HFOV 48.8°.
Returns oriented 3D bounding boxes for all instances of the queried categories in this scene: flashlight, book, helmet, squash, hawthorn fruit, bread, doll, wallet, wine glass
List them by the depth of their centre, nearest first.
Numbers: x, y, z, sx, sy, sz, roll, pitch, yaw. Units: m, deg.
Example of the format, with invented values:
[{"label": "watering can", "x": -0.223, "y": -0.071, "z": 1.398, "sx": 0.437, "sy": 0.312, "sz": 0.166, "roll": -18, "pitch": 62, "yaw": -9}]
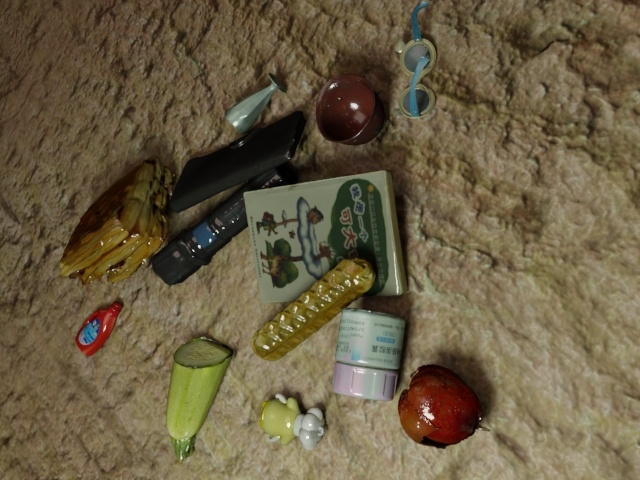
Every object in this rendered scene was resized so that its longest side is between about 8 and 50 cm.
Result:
[{"label": "hawthorn fruit", "x": 0.229, "y": 0.314, "z": 1.296, "sx": 0.171, "sy": 0.148, "sz": 0.148, "roll": 22, "pitch": 90, "yaw": 16}, {"label": "bread", "x": -0.021, "y": 0.150, "z": 1.492, "sx": 0.084, "sy": 0.077, "sz": 0.367, "roll": 49, "pitch": 122, "yaw": 0}, {"label": "doll", "x": -0.060, "y": 0.388, "z": 1.504, "sx": 0.162, "sy": 0.062, "sz": 0.106, "roll": 8, "pitch": 87, "yaw": 34}, {"label": "book", "x": 0.000, "y": 0.000, "z": 1.525, "sx": 0.370, "sy": 0.043, "sz": 0.261, "roll": -6, "pitch": 95, "yaw": 32}, {"label": "helmet", "x": 0.075, "y": -0.277, "z": 1.557, "sx": 0.175, "sy": 0.106, "sz": 0.155, "roll": 44, "pitch": 104, "yaw": 36}, {"label": "squash", "x": -0.314, "y": 0.369, "z": 1.635, "sx": 0.137, "sy": 0.137, "sz": 0.288, "roll": 24, "pitch": 94, "yaw": 35}, {"label": "wallet", "x": -0.194, "y": -0.193, "z": 1.694, "sx": 0.377, "sy": 0.051, "sz": 0.197, "roll": -20, "pitch": 35, "yaw": 28}, {"label": "flashlight", "x": -0.234, "y": -0.042, "z": 1.703, "sx": 0.424, "sy": 0.103, "sz": 0.103, "roll": -37, "pitch": 61, "yaw": 18}, {"label": "wine glass", "x": -0.158, "y": -0.338, "z": 1.747, "sx": 0.155, "sy": 0.073, "sz": 0.073, "roll": -37, "pitch": 61, "yaw": 16}, {"label": "bread", "x": -0.495, "y": -0.035, "z": 1.792, "sx": 0.277, "sy": 0.167, "sz": 0.325, "roll": -32, "pitch": 27, "yaw": 24}]

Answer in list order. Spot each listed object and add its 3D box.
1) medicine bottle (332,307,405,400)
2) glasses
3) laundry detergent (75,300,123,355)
[{"label": "medicine bottle", "x": 0.094, "y": 0.226, "z": 1.402, "sx": 0.135, "sy": 0.135, "sz": 0.169, "roll": 4, "pitch": 81, "yaw": 33}, {"label": "glasses", "x": 0.217, "y": -0.370, "z": 1.450, "sx": 0.088, "sy": 0.220, "sz": 0.190, "roll": 5, "pitch": 77, "yaw": -6}, {"label": "laundry detergent", "x": -0.590, "y": 0.225, "z": 1.896, "sx": 0.165, "sy": 0.049, "sz": 0.097, "roll": -49, "pitch": 54, "yaw": 10}]
